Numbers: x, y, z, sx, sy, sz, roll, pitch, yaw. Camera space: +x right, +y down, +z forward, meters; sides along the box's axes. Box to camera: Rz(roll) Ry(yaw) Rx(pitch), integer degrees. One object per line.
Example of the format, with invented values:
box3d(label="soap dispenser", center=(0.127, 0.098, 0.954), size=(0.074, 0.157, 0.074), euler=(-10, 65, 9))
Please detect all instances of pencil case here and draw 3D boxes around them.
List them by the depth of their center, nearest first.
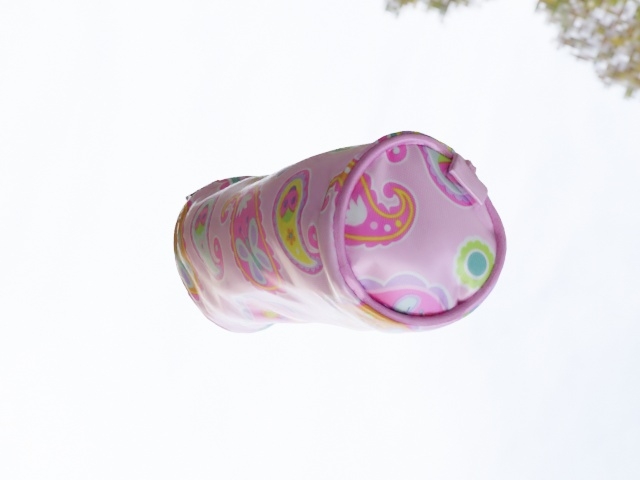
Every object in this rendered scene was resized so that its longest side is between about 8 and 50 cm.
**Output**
box3d(label="pencil case", center=(0.000, 0.000, 0.897), size=(0.284, 0.124, 0.124), euler=(-7, -111, 66))
